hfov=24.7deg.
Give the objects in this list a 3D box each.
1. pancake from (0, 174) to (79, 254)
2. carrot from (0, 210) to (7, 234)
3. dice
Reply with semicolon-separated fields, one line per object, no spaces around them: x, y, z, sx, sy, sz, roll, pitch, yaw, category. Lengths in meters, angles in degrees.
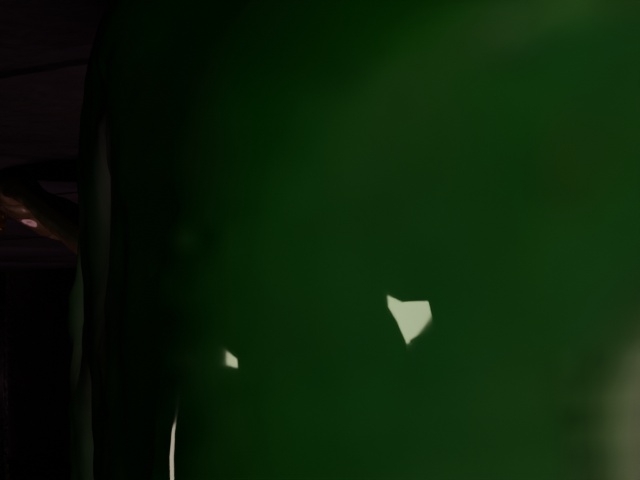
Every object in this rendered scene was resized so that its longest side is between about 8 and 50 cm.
-0.155;0.018;1.174;0.242;0.050;0.242;33;177;2;pancake
-0.366;-0.016;1.248;0.228;0.069;0.069;-4;176;25;carrot
0.066;0.065;0.490;0.297;0.300;0.287;0;172;-15;dice
